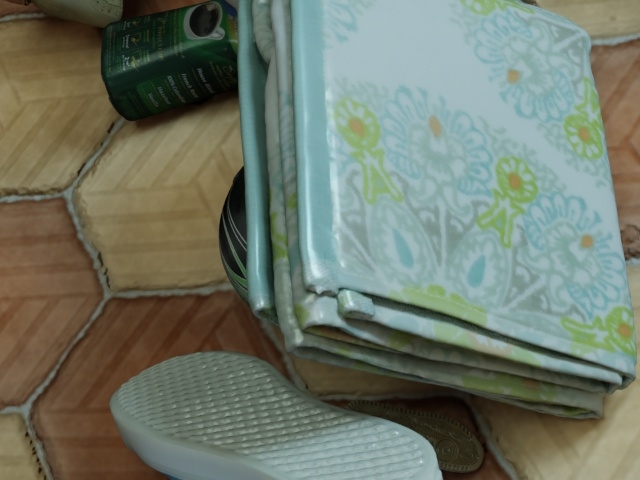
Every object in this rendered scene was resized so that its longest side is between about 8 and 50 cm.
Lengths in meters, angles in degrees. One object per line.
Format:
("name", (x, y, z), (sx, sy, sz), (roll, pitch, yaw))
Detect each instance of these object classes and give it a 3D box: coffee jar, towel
("coffee jar", (-0.111, -0.179, 1.488), (0.184, 0.079, 0.096), (-13, 51, 14))
("towel", (0.089, -0.057, 1.230), (0.090, 0.320, 0.374), (-38, 46, 46))

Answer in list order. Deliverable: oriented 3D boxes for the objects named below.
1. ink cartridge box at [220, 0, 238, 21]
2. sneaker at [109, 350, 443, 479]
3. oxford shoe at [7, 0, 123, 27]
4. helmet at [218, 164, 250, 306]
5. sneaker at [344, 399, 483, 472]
("ink cartridge box", (0.039, -0.400, 1.471), (0.270, 0.151, 0.395), (-9, 41, 19))
("sneaker", (-0.041, 0.197, 1.225), (0.135, 0.150, 0.366), (-25, 26, -29))
("oxford shoe", (-0.190, -0.374, 1.622), (0.146, 0.140, 0.397), (25, 65, -3))
("helmet", (0.000, 0.000, 1.300), (0.169, 0.169, 0.162), (-4, 56, 18))
("sneaker", (0.068, 0.162, 1.259), (0.118, 0.067, 0.042), (19, 64, -4))
